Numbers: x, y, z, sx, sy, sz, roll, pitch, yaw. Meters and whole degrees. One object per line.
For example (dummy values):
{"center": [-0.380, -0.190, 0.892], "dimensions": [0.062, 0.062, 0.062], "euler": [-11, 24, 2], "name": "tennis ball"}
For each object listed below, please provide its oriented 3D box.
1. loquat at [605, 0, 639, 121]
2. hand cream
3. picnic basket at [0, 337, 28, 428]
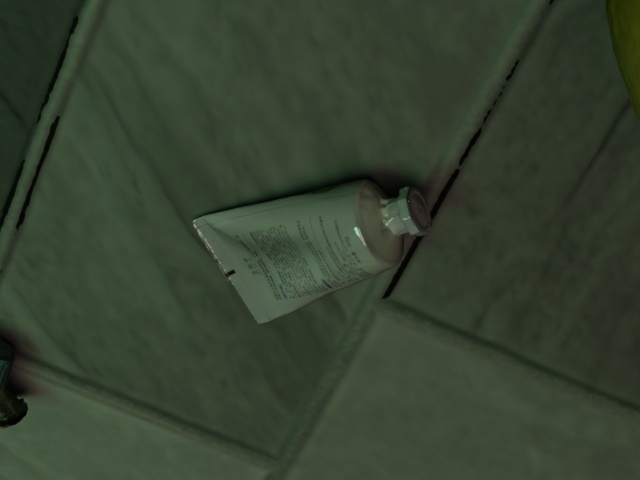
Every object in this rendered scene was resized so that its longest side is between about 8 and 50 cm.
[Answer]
{"center": [0.265, -0.114, 0.517], "dimensions": [0.328, 0.359, 0.328], "euler": [14, 110, 42], "name": "loquat"}
{"center": [0.000, 0.000, 0.780], "dimensions": [0.142, 0.053, 0.084], "euler": [-18, 115, 30], "name": "hand cream"}
{"center": [-0.232, 0.101, 0.839], "dimensions": [0.083, 0.065, 0.083], "euler": [31, 99, -16], "name": "picnic basket"}
